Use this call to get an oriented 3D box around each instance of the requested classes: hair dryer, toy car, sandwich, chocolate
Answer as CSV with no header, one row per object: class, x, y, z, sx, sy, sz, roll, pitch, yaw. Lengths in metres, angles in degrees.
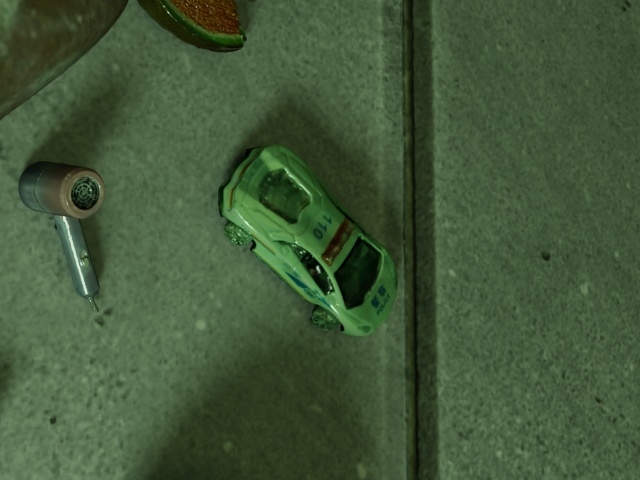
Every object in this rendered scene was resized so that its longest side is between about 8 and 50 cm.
hair dryer,-0.172,0.000,0.890,0.037,0.063,0.114,-28,115,-36
toy car,0.000,0.000,1.006,0.186,0.058,0.093,45,60,-21
sandwich,-0.111,-0.196,0.971,0.135,0.029,0.067,53,53,-16
chocolate,-0.227,-0.170,0.854,0.161,0.083,0.261,50,59,-21
